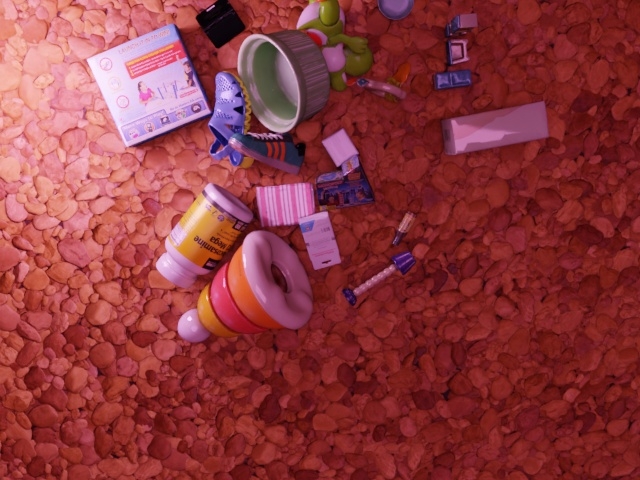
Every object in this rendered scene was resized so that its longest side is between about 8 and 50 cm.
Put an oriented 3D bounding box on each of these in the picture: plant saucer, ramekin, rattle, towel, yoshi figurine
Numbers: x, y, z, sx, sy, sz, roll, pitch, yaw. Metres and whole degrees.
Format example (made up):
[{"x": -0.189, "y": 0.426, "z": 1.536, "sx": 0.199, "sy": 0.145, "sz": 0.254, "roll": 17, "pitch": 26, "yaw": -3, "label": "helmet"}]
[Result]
[{"x": 0.246, "y": -0.787, "z": 1.881, "sx": 0.119, "sy": 0.021, "sz": 0.119, "roll": 0, "pitch": 99, "yaw": -1, "label": "plant saucer"}, {"x": -0.109, "y": -0.504, "z": 1.782, "sx": 0.148, "sy": 0.303, "sz": 0.303, "roll": -30, "pitch": 101, "yaw": -32, "label": "ramekin"}, {"x": 0.195, "y": -0.537, "z": 1.854, "sx": 0.200, "sy": 0.130, "sz": 0.143, "roll": 17, "pitch": 110, "yaw": -21, "label": "rattle"}, {"x": -0.118, "y": -0.124, "z": 1.980, "sx": 0.197, "sy": 0.029, "sz": 0.144, "roll": -5, "pitch": 102, "yaw": 0, "label": "towel"}, {"x": 0.067, "y": -0.658, "z": 1.805, "sx": 0.203, "sy": 0.203, "sz": 0.362, "roll": 8, "pitch": 133, "yaw": 27, "label": "yoshi figurine"}]

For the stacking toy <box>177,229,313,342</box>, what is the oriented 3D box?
[{"x": -0.296, "y": 0.208, "z": 1.936, "sx": 0.480, "sy": 0.350, "sz": 0.350, "roll": -28, "pitch": 99, "yaw": 22, "label": "stacking toy"}]

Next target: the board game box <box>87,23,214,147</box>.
[{"x": -0.550, "y": -0.502, "z": 1.876, "sx": 0.308, "sy": 0.086, "sz": 0.302, "roll": -21, "pitch": 99, "yaw": 2, "label": "board game box"}]

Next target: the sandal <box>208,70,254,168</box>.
[{"x": -0.301, "y": -0.384, "z": 1.852, "sx": 0.138, "sy": 0.126, "sz": 0.317, "roll": -16, "pitch": 105, "yaw": -37, "label": "sandal"}]

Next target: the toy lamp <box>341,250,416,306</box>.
[{"x": 0.209, "y": 0.130, "z": 2.005, "sx": 0.275, "sy": 0.080, "sz": 0.080, "roll": -34, "pitch": 99, "yaw": 7, "label": "toy lamp"}]

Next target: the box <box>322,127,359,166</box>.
[{"x": 0.066, "y": -0.312, "z": 1.915, "sx": 0.087, "sy": 0.102, "sz": 0.101, "roll": -32, "pitch": 98, "yaw": 7, "label": "box"}]

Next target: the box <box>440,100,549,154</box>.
[{"x": 0.574, "y": -0.370, "z": 1.897, "sx": 0.311, "sy": 0.148, "sz": 0.121, "roll": -11, "pitch": 99, "yaw": -1, "label": "box"}]

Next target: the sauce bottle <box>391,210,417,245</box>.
[{"x": 0.291, "y": -0.041, "z": 1.995, "sx": 0.042, "sy": 0.042, "sz": 0.128, "roll": 26, "pitch": 96, "yaw": -5, "label": "sauce bottle"}]

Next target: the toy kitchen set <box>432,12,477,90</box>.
[{"x": 0.432, "y": -0.603, "z": 1.843, "sx": 0.122, "sy": 0.166, "sz": 0.207, "roll": -8, "pitch": 99, "yaw": 0, "label": "toy kitchen set"}]

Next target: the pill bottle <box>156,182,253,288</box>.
[{"x": -0.393, "y": -0.010, "z": 1.910, "sx": 0.188, "sy": 0.188, "sz": 0.334, "roll": 38, "pitch": 97, "yaw": -7, "label": "pill bottle"}]

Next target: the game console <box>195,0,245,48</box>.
[{"x": -0.330, "y": -0.718, "z": 1.884, "sx": 0.122, "sy": 0.071, "sz": 0.107, "roll": -35, "pitch": 69, "yaw": 3, "label": "game console"}]

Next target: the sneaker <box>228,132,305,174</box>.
[{"x": -0.166, "y": -0.308, "z": 1.848, "sx": 0.108, "sy": 0.302, "sz": 0.121, "roll": 27, "pitch": 98, "yaw": 39, "label": "sneaker"}]

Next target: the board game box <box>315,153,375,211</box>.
[{"x": 0.081, "y": -0.193, "z": 1.899, "sx": 0.194, "sy": 0.060, "sz": 0.194, "roll": -9, "pitch": 142, "yaw": 0, "label": "board game box"}]

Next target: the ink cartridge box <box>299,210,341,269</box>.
[{"x": 0.000, "y": 0.000, "z": 1.976, "sx": 0.104, "sy": 0.060, "sz": 0.180, "roll": -16, "pitch": 111, "yaw": 1, "label": "ink cartridge box"}]
